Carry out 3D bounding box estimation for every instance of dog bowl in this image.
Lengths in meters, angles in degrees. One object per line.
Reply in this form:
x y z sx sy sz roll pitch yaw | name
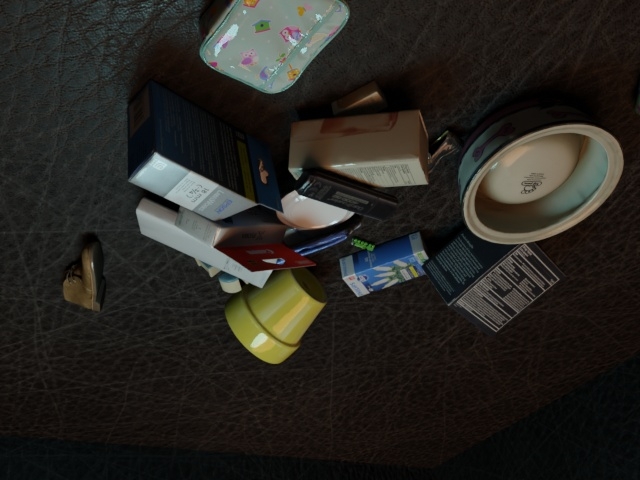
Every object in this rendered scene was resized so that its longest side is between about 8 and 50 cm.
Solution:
0.529 -0.178 1.726 0.407 0.150 0.408 -8 139 -7 | dog bowl

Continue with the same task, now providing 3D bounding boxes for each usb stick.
0.065 -0.102 1.574 0.278 0.045 0.077 15 134 -38 | usb stick

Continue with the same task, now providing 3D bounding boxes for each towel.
0.000 0.000 1.838 0.209 0.034 0.285 -19 -175 13 | towel

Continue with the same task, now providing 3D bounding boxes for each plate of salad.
-0.008 -0.085 1.655 0.199 0.048 0.200 -7 150 -4 | plate of salad

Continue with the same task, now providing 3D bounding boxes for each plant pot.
-0.118 0.201 2.075 0.239 0.254 0.254 -43 134 17 | plant pot

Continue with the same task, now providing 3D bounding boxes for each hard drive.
-0.290 0.012 1.751 0.353 0.047 0.233 24 163 -4 | hard drive

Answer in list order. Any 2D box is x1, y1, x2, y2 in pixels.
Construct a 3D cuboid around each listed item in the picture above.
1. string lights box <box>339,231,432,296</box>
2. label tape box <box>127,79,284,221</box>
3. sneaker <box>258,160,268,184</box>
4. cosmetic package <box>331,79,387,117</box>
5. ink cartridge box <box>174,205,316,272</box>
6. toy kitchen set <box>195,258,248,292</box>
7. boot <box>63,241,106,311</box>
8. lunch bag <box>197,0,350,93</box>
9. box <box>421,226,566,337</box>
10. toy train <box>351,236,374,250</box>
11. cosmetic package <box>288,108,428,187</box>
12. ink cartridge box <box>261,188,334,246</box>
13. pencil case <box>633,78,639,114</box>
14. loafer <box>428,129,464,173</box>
0.203 0.074 2.090 0.259 0.077 0.133 -20 143 15 | string lights box
-0.254 -0.173 1.515 0.333 0.241 0.106 26 126 -38 | label tape box
-0.234 -0.147 1.709 0.235 0.090 0.095 -14 131 2 | sneaker
0.089 -0.310 1.573 0.115 0.041 0.060 -24 142 20 | cosmetic package
-0.161 -0.012 1.605 0.275 0.238 0.060 -3 118 -59 | ink cartridge box
-0.234 0.019 1.941 0.207 0.166 0.122 -39 151 -21 | toy kitchen set
-0.670 0.104 1.938 0.115 0.112 0.305 12 143 -10 | boot
-0.086 -0.422 1.328 0.224 0.108 0.279 22 134 -35 | lunch bag
0.512 0.091 2.033 0.294 0.183 0.296 -42 135 13 | box
0.124 0.012 2.035 0.083 0.017 0.024 18 108 -32 | toy train
0.090 -0.201 1.570 0.296 0.129 0.153 -2 162 15 | cosmetic package
-0.060 -0.065 1.803 0.175 0.128 0.072 -18 144 13 | ink cartridge box
0.787 -0.364 1.623 0.070 0.065 0.152 2 146 13 | pencil case
0.274 -0.216 1.731 0.170 0.062 0.061 -37 127 20 | loafer
